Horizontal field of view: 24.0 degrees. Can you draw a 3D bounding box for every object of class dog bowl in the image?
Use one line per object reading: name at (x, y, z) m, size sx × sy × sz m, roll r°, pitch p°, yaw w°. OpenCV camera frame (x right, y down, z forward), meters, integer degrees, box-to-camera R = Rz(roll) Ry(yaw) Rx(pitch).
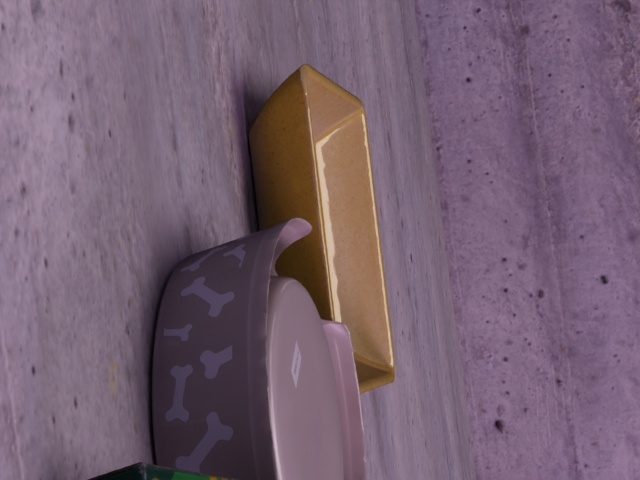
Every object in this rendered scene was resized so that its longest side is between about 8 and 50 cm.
dog bowl at (-0.045, 0.158, 1.251) m, size 0.349 × 0.102 × 0.349 m, roll -8°, pitch 90°, yaw -79°

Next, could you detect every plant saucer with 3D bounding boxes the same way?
plant saucer at (0.000, 0.000, 1.617) m, size 0.333 × 0.081 × 0.332 m, roll 9°, pitch 73°, yaw -78°

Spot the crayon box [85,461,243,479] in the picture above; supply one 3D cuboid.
crayon box at (-0.055, 0.312, 0.934) m, size 0.202 × 0.081 × 0.318 m, roll 18°, pitch 61°, yaw -41°
